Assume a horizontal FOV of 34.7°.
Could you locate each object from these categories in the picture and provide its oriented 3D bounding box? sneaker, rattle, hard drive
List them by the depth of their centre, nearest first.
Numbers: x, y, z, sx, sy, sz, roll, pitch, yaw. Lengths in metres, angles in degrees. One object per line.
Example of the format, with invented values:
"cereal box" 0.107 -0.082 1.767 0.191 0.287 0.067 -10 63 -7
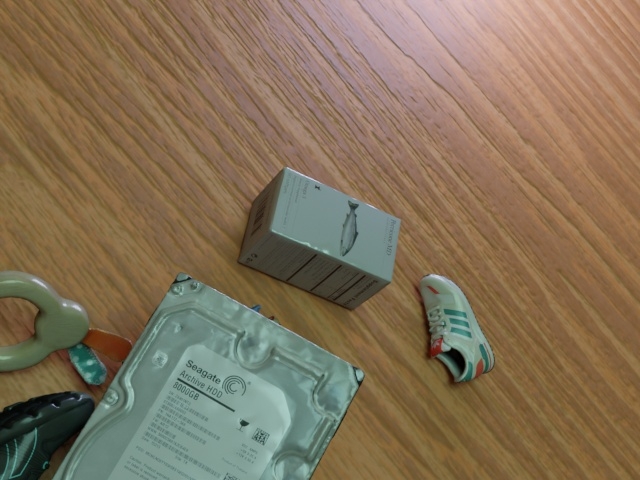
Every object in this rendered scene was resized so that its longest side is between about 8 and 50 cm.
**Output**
"sneaker" -0.341 0.244 1.050 0.267 0.101 0.106 -29 102 -36
"hard drive" -0.132 0.232 1.075 0.237 0.064 0.339 29 73 5
"rattle" -0.323 0.079 1.156 0.200 0.143 0.130 9 101 -29
"sneaker" 0.176 0.123 1.423 0.075 0.057 0.161 -23 81 -42

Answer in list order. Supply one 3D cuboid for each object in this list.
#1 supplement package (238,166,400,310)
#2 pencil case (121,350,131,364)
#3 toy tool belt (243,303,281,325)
"supplement package" 0.000 0.000 1.355 0.179 0.105 0.105 23 55 -19
"pencil case" -0.143 0.220 1.160 0.104 0.104 0.236 -15 73 -35
"toy tool belt" -0.092 0.099 1.284 0.083 0.052 0.051 -20 85 -37
